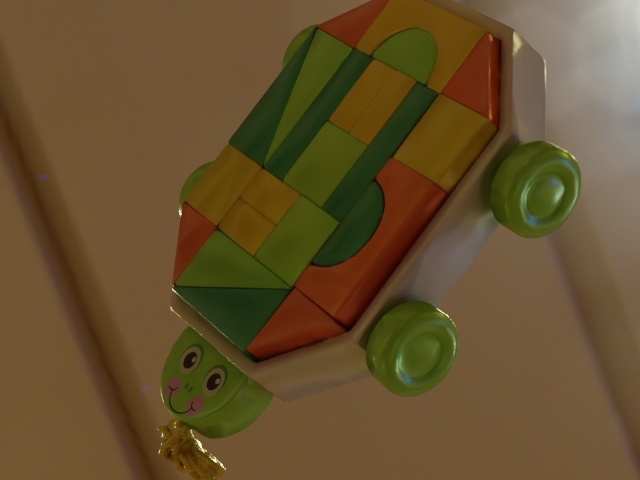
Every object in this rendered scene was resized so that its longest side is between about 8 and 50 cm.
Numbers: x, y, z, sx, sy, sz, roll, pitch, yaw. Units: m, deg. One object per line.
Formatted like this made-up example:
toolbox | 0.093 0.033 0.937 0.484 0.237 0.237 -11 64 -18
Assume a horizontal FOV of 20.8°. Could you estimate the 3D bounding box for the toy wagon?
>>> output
toy wagon | 0.000 0.000 1.098 0.344 0.068 0.267 -52 -141 -1
